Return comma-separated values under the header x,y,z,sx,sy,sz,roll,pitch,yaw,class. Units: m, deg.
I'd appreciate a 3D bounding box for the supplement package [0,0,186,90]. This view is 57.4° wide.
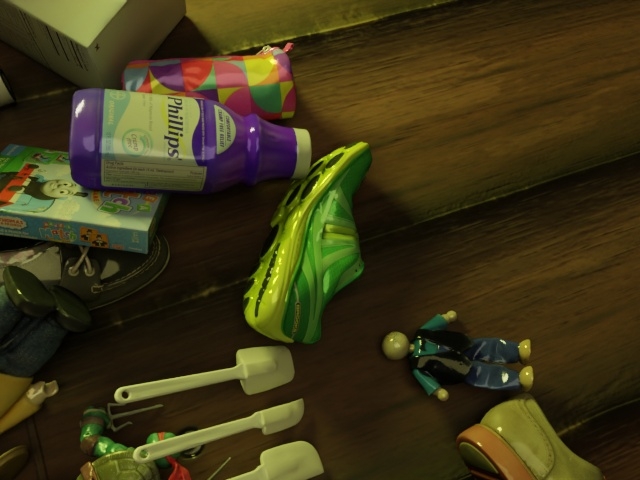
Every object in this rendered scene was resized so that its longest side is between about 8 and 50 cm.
x,y,z,sx,sy,sz,roll,pitch,yaw,class
-0.318,-0.331,0.772,0.203,0.149,0.194,31,72,1,supplement package

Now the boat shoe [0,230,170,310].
x,y,z,sx,sy,sz,roll,pitch,yaw,class
-0.353,0.033,0.694,0.335,0.095,0.112,-8,76,-11,boat shoe

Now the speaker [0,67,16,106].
x,y,z,sx,sy,sz,roll,pitch,yaw,class
-0.476,-0.184,0.758,0.136,0.055,0.055,-23,79,-14,speaker

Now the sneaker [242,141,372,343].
x,y,z,sx,sy,sz,roll,pitch,yaw,class
0.000,0.000,0.769,0.123,0.109,0.295,36,66,-26,sneaker

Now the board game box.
x,y,z,sx,sy,sz,roll,pitch,yaw,class
-0.299,-0.055,0.710,0.211,0.039,0.160,8,32,-7,board game box

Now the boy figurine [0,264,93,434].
x,y,z,sx,sy,sz,roll,pitch,yaw,class
-0.384,0.162,0.627,0.285,0.177,0.092,-51,45,-3,boy figurine

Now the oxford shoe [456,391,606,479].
x,y,z,sx,sy,sz,roll,pitch,yaw,class
0.323,0.343,0.702,0.130,0.123,0.348,-34,83,-21,oxford shoe

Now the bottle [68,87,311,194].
x,y,z,sx,sy,sz,roll,pitch,yaw,class
-0.154,-0.115,0.716,0.283,0.092,0.118,2,67,-19,bottle

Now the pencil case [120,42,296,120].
x,y,z,sx,sy,sz,roll,pitch,yaw,class
-0.148,-0.204,0.792,0.236,0.104,0.104,-11,77,-12,pencil case

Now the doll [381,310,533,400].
x,y,z,sx,sy,sz,roll,pitch,yaw,class
0.174,0.147,0.762,0.189,0.046,0.129,6,55,5,doll

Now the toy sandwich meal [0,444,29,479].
x,y,z,sx,sy,sz,roll,pitch,yaw,class
-0.363,0.253,0.642,0.029,0.085,0.085,39,73,11,toy sandwich meal

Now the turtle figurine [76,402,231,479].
x,y,z,sx,sy,sz,roll,pitch,yaw,class
-0.230,0.266,0.645,0.234,0.118,0.175,-31,82,-10,turtle figurine

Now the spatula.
x,y,z,sx,sy,sz,roll,pitch,yaw,class
-0.109,0.211,0.659,0.242,0.019,0.168,-1,71,-42,spatula
